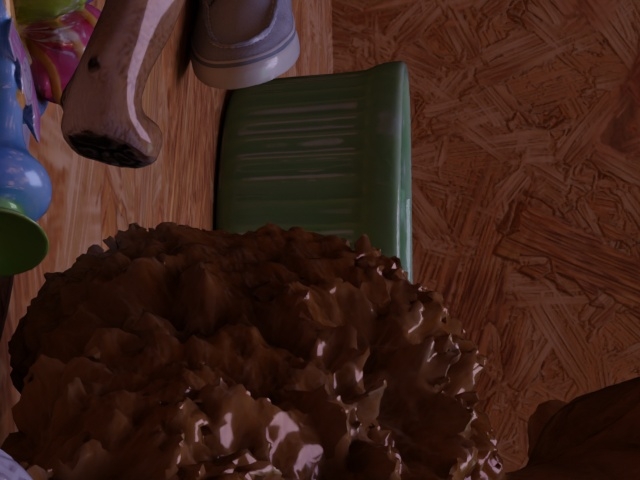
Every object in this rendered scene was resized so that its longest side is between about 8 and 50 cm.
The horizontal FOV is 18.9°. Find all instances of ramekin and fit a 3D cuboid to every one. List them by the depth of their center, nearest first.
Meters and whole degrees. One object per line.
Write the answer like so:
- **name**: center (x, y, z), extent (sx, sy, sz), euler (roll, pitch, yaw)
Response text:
- **ramekin**: center (0.000, 0.000, 1.629), extent (0.303, 0.148, 0.303), euler (0, 90, -85)

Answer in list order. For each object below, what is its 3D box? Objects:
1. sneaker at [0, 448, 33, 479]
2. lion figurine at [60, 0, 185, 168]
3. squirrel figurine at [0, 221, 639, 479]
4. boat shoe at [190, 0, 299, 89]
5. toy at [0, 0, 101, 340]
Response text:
- **sneaker**: center (-0.119, 0.162, 0.505), extent (0.269, 0.153, 0.101), euler (56, 19, 11)
- **lion figurine**: center (-0.083, -0.176, 0.565), extent (0.392, 0.142, 0.240), euler (99, 6, -75)
- **squirrel figurine**: center (0.049, 0.142, 0.735), extent (0.370, 0.397, 0.281), euler (-45, -174, -31)
- **boat shoe**: center (-0.061, -0.186, 1.394), extent (0.227, 0.079, 0.081), euler (-92, 170, -59)
- **toy**: center (-0.114, -0.088, 0.794), extent (0.137, 0.056, 0.237), euler (86, 6, -52)
